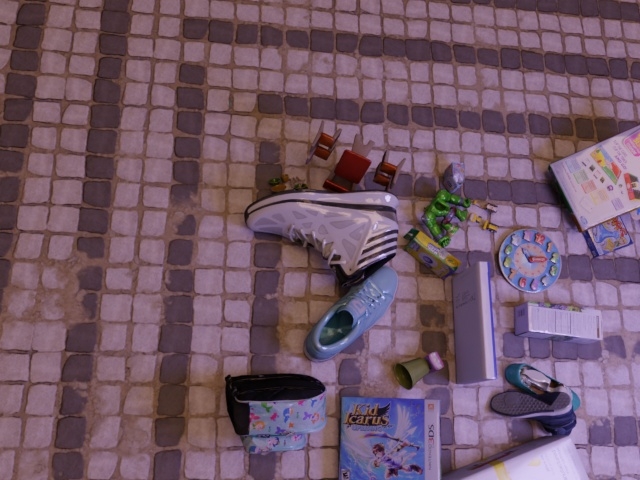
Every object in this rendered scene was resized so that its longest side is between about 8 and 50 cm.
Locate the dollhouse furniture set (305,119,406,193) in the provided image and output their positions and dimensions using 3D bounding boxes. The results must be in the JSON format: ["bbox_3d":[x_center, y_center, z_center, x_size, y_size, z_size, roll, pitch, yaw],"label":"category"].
[{"bbox_3d":[0.080,-0.191,1.847,0.262,0.259,0.135,24,68,-2],"label":"dollhouse furniture set"}]

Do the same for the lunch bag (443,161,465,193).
[{"bbox_3d":[0.423,-0.198,2.006,0.053,0.071,0.083,5,73,-9],"label":"lunch bag"}]

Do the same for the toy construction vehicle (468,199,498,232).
[{"bbox_3d":[0.521,-0.076,2.010,0.098,0.035,0.085,18,82,-1],"label":"toy construction vehicle"}]

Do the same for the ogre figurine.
[{"bbox_3d":[0.384,-0.082,1.954,0.118,0.097,0.197,40,82,-9],"label":"ogre figurine"}]

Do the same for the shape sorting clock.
[{"bbox_3d":[0.658,0.062,1.984,0.206,0.040,0.206,3,73,-9],"label":"shape sorting clock"}]

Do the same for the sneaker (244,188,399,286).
[{"bbox_3d":[0.000,0.000,1.782,0.448,0.169,0.257,-3,70,7],"label":"sneaker"}]

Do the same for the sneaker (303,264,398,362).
[{"bbox_3d":[0.106,0.202,1.791,0.135,0.150,0.366,42,71,3],"label":"sneaker"}]

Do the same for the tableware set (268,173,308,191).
[{"bbox_3d":[-0.096,-0.165,1.883,0.104,0.154,0.024,-14,119,-11],"label":"tableware set"}]

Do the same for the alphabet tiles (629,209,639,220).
[{"bbox_3d":[1.089,-0.173,2.098,0.278,0.021,0.284,-17,87,-28],"label":"alphabet tiles"}]

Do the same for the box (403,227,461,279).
[{"bbox_3d":[0.325,0.038,1.901,0.179,0.105,0.043,39,70,4],"label":"box"}]

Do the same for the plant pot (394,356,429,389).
[{"bbox_3d":[0.267,0.373,1.811,0.079,0.083,0.083,-20,77,-27],"label":"plant pot"}]

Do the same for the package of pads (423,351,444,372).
[{"bbox_3d":[0.324,0.350,1.819,0.032,0.083,0.050,-22,75,-10],"label":"package of pads"}]

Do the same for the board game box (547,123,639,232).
[{"bbox_3d":[0.923,-0.196,2.001,0.317,0.064,0.242,-23,77,11],"label":"board game box"}]

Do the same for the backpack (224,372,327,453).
[{"bbox_3d":[-0.108,0.438,1.650,0.254,0.225,0.191,-7,97,-16],"label":"backpack"}]

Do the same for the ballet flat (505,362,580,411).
[{"bbox_3d":[0.662,0.432,1.849,0.247,0.087,0.083,27,71,-1],"label":"ballet flat"}]

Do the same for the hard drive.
[{"bbox_3d":[0.434,0.240,1.802,0.040,0.210,0.318,3,73,-9],"label":"hard drive"}]

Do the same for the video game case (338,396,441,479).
[{"bbox_3d":[0.186,0.547,1.695,0.270,0.061,0.244,-2,71,15],"label":"video game case"}]

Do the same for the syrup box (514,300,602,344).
[{"bbox_3d":[0.716,0.249,1.909,0.237,0.093,0.096,7,72,-7],"label":"syrup box"}]

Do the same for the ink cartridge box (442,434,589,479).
[{"bbox_3d":[0.530,0.722,1.700,0.385,0.160,0.279,-16,76,-13],"label":"ink cartridge box"}]

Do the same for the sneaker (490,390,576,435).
[{"bbox_3d":[0.618,0.504,1.822,0.226,0.163,0.086,-7,47,30],"label":"sneaker"}]

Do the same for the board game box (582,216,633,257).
[{"bbox_3d":[0.913,-0.058,2.066,0.136,0.035,0.201,-18,77,-14],"label":"board game box"}]
